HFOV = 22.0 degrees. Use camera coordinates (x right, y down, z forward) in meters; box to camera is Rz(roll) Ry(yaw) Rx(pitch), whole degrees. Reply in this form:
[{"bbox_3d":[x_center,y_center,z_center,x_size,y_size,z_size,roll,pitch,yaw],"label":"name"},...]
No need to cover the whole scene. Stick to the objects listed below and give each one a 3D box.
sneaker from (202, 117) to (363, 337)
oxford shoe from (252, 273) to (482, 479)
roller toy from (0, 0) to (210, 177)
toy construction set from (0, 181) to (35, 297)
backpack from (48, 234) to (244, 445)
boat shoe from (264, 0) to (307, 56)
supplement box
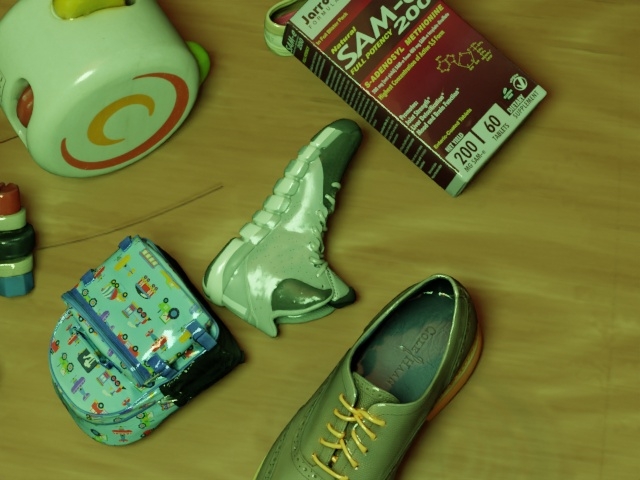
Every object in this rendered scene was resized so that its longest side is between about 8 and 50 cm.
[{"bbox_3d":[0.000,0.000,1.624,0.132,0.086,0.229,37,86,14],"label":"sneaker"},{"bbox_3d":[0.021,0.180,1.512,0.130,0.133,0.364,28,74,16],"label":"oxford shoe"},{"bbox_3d":[-0.233,-0.172,1.650,0.191,0.209,0.146,-39,67,12],"label":"roller toy"},{"bbox_3d":[-0.437,-0.003,1.558,0.237,0.309,0.257,9,47,20],"label":"toy construction set"},{"bbox_3d":[-0.187,0.102,1.573,0.173,0.117,0.158,-39,66,0],"label":"backpack"},{"bbox_3d":[0.021,-0.244,1.725,0.170,0.059,0.063,-23,67,-3],"label":"boat shoe"},{"bbox_3d":[0.092,-0.173,1.651,0.239,0.073,0.130,41,77,4],"label":"supplement box"}]
